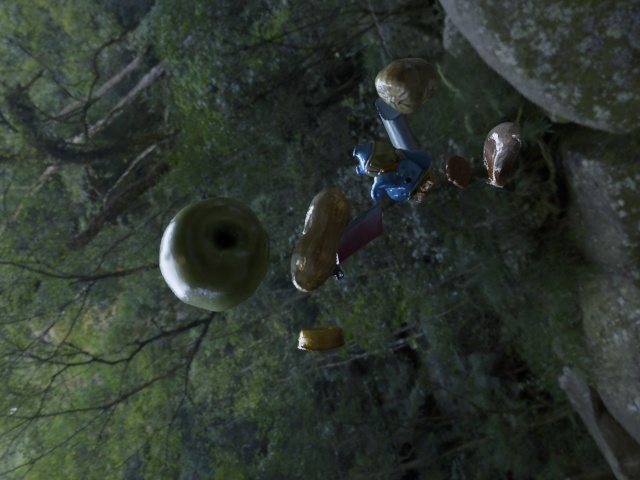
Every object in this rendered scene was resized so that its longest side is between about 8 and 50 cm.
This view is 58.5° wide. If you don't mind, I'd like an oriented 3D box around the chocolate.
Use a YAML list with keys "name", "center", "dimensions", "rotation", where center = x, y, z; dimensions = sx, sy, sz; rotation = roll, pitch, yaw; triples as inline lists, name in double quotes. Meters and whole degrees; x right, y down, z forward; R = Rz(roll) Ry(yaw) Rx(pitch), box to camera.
- name: "chocolate"
  center: [0.000, 0.000, 1.638]
  dimensions: [0.134, 0.134, 0.309]
  rotation: [29, -104, -50]

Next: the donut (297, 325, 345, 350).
- name: "donut"
  center: [0.003, 0.291, 1.721]
  dimensions: [0.152, 0.151, 0.058]
  rotation: [0, -92, -64]

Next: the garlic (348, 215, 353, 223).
- name: "garlic"
  center: [0.069, -0.058, 2.270]
  dimensions: [0.147, 0.102, 0.159]
  rotation: [-33, -120, -30]

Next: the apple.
- name: "apple"
  center: [-0.332, 0.045, 1.779]
  dimensions: [0.357, 0.357, 0.357]
  rotation: [45, -154, -29]

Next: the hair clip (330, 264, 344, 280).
- name: "hair clip"
  center: [0.041, 0.058, 2.017]
  dimensions: [0.056, 0.146, 0.187]
  rotation: [18, -138, -31]

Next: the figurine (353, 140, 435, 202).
- name: "figurine"
  center: [0.225, -0.208, 1.778]
  dimensions: [0.154, 0.261, 0.180]
  rotation: [-67, -13, -75]

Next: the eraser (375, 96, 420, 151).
- name: "eraser"
  center: [0.273, -0.372, 1.962]
  dimensions: [0.227, 0.081, 0.174]
  rotation: [58, -168, -39]

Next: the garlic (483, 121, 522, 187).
- name: "garlic"
  center: [0.476, -0.236, 1.460]
  dimensions: [0.198, 0.090, 0.129]
  rotation: [101, 173, -61]

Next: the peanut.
- name: "peanut"
  center: [0.229, -0.403, 1.477]
  dimensions: [0.253, 0.122, 0.137]
  rotation: [-36, -47, -54]

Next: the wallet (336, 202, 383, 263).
- name: "wallet"
  center: [0.126, -0.022, 1.890]
  dimensions: [0.232, 0.025, 0.119]
  rotation: [-33, -50, -34]

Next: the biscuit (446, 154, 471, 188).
- name: "biscuit"
  center: [0.440, -0.220, 1.823]
  dimensions: [0.130, 0.019, 0.102]
  rotation: [12, -102, -44]
